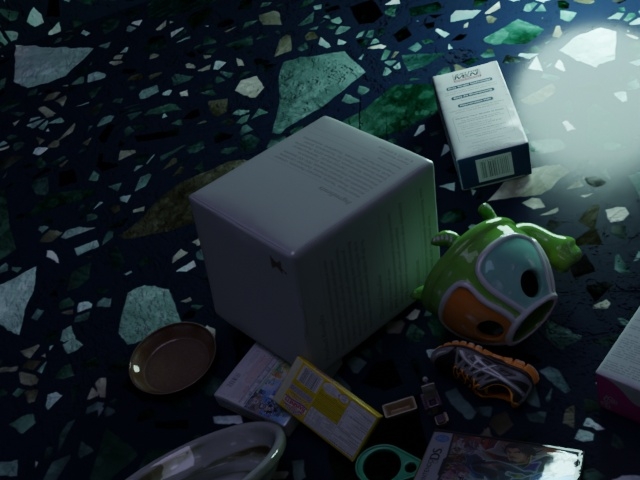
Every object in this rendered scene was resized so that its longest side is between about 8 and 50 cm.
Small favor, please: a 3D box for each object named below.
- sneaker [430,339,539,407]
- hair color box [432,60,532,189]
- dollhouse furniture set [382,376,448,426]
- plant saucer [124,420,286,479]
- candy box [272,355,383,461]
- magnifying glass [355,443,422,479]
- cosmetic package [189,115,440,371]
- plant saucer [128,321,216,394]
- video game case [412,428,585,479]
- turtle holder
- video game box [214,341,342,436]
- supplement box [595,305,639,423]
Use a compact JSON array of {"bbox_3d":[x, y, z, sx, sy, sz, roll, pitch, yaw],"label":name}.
[{"bbox_3d":[0.307,0.258,1.924,0.215,0.084,0.083,13,56,28],"label":"sneaker"},{"bbox_3d":[0.390,-0.285,2.438,0.174,0.105,0.347,-13,43,6],"label":"hair color box"},{"bbox_3d":[0.176,0.314,1.908,0.114,0.081,0.091,-18,42,1],"label":"dollhouse furniture set"},{"bbox_3d":[-0.230,0.469,1.805,0.401,0.100,0.400,-24,8,3],"label":"plant saucer"},{"bbox_3d":[0.012,0.322,1.919,0.206,0.027,0.105,34,104,23],"label":"candy box"},{"bbox_3d":[0.176,0.422,1.839,0.231,0.026,0.092,0,46,19],"label":"magnifying glass"},{"bbox_3d":[0.000,0.000,2.078,0.394,0.329,0.327,-34,44,-30],"label":"cosmetic package"},{"bbox_3d":[-0.317,0.263,2.169,0.199,0.036,0.198,-10,42,9],"label":"plant saucer"},{"bbox_3d":[0.302,0.413,1.706,0.275,0.035,0.248,5,20,18],"label":"video game case"},{"bbox_3d":[0.361,0.085,2.005,0.227,0.243,0.320,42,28,28],"label":"turtle holder"},{"bbox_3d":[-0.085,0.285,2.056,0.187,0.048,0.205,16,53,34],"label":"video game box"},{"bbox_3d":[0.610,0.217,1.835,0.114,0.111,0.220,20,55,35],"label":"supplement box"}]
